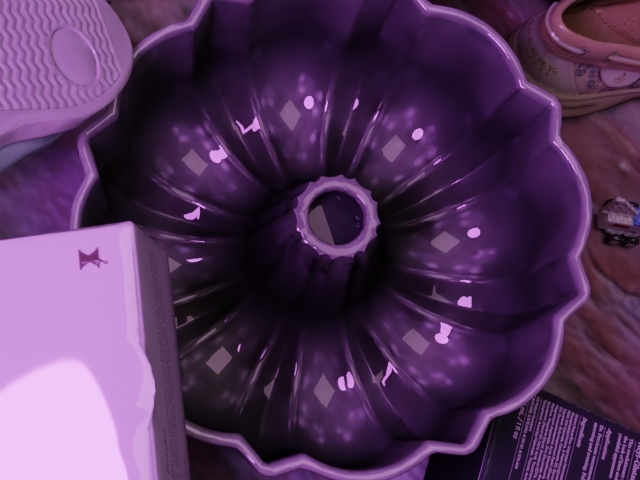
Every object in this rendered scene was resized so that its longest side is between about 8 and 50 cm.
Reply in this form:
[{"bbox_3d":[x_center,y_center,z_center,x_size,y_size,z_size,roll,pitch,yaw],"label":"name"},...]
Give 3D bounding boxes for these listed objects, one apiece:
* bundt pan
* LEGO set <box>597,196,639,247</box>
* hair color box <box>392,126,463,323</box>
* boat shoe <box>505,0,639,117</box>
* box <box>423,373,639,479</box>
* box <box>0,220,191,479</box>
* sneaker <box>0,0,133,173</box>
[{"bbox_3d":[0.000,0.000,1.218,0.331,0.124,0.331,2,76,-9],"label":"bundt pan"},{"bbox_3d":[0.317,-0.003,1.428,0.182,0.060,0.244,48,62,-1],"label":"LEGO set"},{"bbox_3d":[0.085,-0.008,1.329,0.072,0.043,0.141,-5,78,-26],"label":"hair color box"},{"bbox_3d":[0.272,-0.163,1.425,0.285,0.089,0.104,-20,74,-27],"label":"boat shoe"},{"bbox_3d":[0.147,0.247,1.251,0.184,0.103,0.261,24,66,-14],"label":"box"},{"bbox_3d":[-0.172,0.094,1.057,0.182,0.119,0.181,-7,81,4],"label":"box"},{"bbox_3d":[-0.227,-0.068,1.100,0.256,0.151,0.094,-40,101,-47],"label":"sneaker"}]
